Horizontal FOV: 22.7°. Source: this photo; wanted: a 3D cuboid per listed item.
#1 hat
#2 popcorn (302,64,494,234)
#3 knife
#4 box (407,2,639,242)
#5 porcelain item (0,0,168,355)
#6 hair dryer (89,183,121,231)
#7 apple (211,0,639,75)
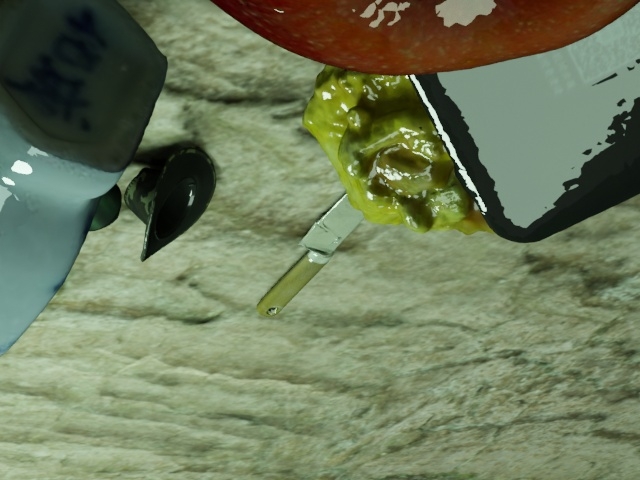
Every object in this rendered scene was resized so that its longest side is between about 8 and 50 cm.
[{"bbox_3d":[-0.140,-0.037,1.391,0.050,0.121,0.121,28,156,15],"label":"hat"},{"bbox_3d":[0.084,-0.084,1.278,0.197,0.156,0.197,4,154,2],"label":"popcorn"},{"bbox_3d":[0.000,0.002,1.550,0.047,0.017,0.298,13,145,-24],"label":"knife"},{"bbox_3d":[0.195,-0.162,1.109,0.289,0.073,0.290,-26,120,10],"label":"box"},{"bbox_3d":[-0.282,-0.020,1.201,0.178,0.242,0.405,36,132,-19],"label":"porcelain item"},{"bbox_3d":[-0.277,-0.041,1.373,0.197,0.057,0.100,-6,152,13],"label":"hair dryer"},{"bbox_3d":[0.042,-0.246,0.835,0.348,0.277,0.348,-7,152,-4],"label":"apple"}]
